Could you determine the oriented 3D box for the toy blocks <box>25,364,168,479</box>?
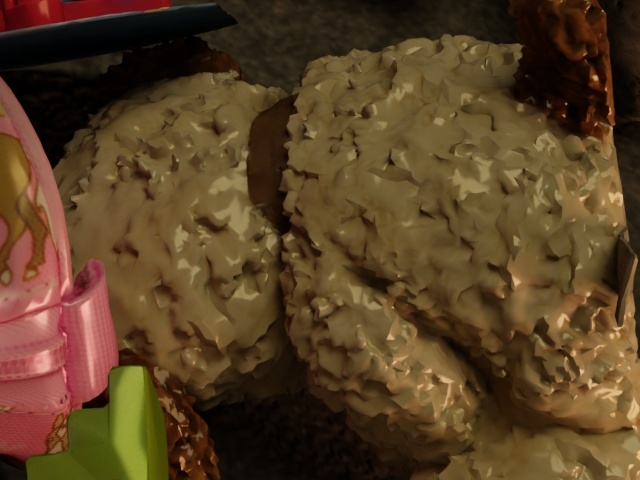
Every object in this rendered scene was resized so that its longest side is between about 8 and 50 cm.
[{"bbox_3d":[-0.163,0.219,0.461,0.261,0.191,0.381,-5,67,1],"label":"toy blocks"}]

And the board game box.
[{"bbox_3d":[-0.104,-0.092,0.746,0.133,0.168,0.033,-10,93,3],"label":"board game box"}]

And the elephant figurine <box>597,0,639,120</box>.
[{"bbox_3d":[0.152,-0.187,0.936,0.169,0.186,0.239,-16,58,-12],"label":"elephant figurine"}]

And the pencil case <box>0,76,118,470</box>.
[{"bbox_3d":[-0.261,0.037,0.579,0.386,0.160,0.167,-13,69,-31],"label":"pencil case"}]

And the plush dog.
[{"bbox_3d":[0.000,0.000,0.715,0.225,0.210,0.262,-6,48,7],"label":"plush dog"}]
